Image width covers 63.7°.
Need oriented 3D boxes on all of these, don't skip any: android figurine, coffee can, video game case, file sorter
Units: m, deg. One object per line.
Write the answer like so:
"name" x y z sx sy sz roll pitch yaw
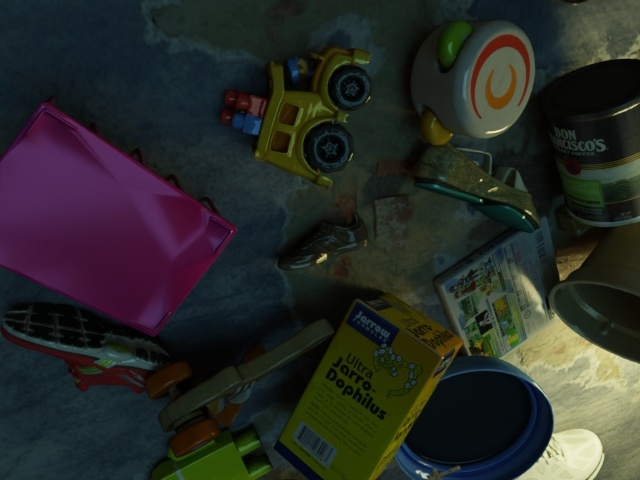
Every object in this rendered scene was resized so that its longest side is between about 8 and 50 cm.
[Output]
"android figurine" -0.244 0.506 1.094 0.273 0.056 0.248 -24 120 -12
"coffee can" 0.583 -0.194 1.050 0.202 0.201 0.275 -34 122 -6
"video game case" 0.444 0.139 1.239 0.300 0.036 0.329 -32 122 -7
"file sorter" -0.314 -0.041 0.743 0.291 0.182 0.202 36 94 -32

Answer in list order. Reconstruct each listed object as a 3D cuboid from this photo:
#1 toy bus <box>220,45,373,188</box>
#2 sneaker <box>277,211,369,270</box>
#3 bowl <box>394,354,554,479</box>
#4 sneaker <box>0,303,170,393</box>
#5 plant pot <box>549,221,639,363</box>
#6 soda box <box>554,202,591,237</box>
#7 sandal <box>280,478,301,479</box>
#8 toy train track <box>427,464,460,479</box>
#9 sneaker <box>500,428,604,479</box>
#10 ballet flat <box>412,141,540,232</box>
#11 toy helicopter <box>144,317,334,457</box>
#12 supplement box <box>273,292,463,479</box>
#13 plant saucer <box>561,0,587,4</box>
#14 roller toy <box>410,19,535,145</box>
"toy bus" -0.044 -0.216 0.819 0.212 0.149 0.220 16 104 -12
"sneaker" 0.000 0.000 0.978 0.189 0.066 0.071 -18 102 -21
"bowl" 0.361 0.450 1.256 0.392 0.077 0.390 -1 114 -2
"sneaker" -0.396 0.198 0.864 0.279 0.107 0.118 28 105 -30
"plant pot" 0.763 0.079 1.193 0.305 0.334 0.334 -53 124 -18
"soda box" 0.645 -0.089 1.208 0.181 0.058 0.061 -36 121 -5
"sandal" -0.019 0.643 1.236 0.303 0.120 0.086 32 125 -29
"toy train track" 0.299 0.564 1.255 0.083 0.014 0.048 -20 106 0
"sneaker" 0.603 0.599 1.435 0.448 0.169 0.257 -20 121 -12
"ballet flat" 0.337 -0.112 1.040 0.349 0.123 0.123 18 104 -29
"toy helicopter" -0.130 0.255 0.966 0.355 0.140 0.235 -29 161 -8
"supplement box" 0.098 0.307 1.029 0.194 0.195 0.356 2 117 -63
"plant saucer" 0.472 -0.541 0.944 0.199 0.036 0.198 -9 115 -20
"roller toy" 0.261 -0.281 0.904 0.191 0.146 0.209 -20 119 -26
